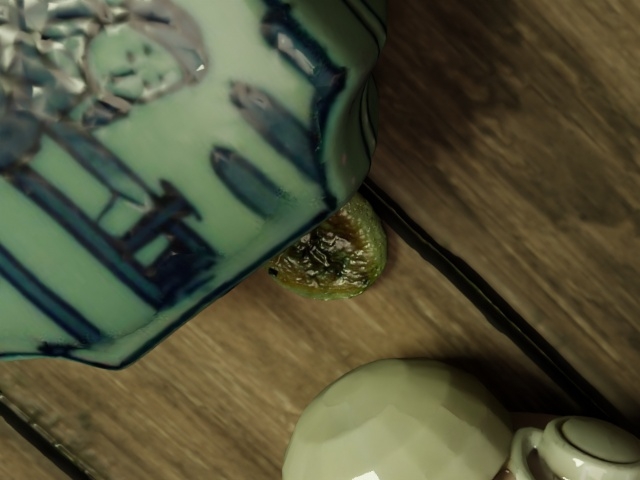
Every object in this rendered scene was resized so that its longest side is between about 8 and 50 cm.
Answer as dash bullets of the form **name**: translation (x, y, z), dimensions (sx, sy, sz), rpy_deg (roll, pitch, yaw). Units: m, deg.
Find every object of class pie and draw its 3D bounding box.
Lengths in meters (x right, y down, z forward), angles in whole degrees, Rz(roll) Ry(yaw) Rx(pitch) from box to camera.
- **pie**: translation (-0.001, 0.001, 0.967), dimensions (0.084, 0.021, 0.084), rpy_deg (3, 117, 7)

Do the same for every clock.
- **clock**: translation (0.124, 0.244, 0.998), dimensions (0.342, 0.184, 0.326), rpy_deg (13, 114, -5)

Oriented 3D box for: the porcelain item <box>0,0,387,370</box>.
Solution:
- **porcelain item**: translation (-0.128, -0.091, 0.864), dimensions (0.286, 0.157, 0.281), rpy_deg (-35, 109, 23)
